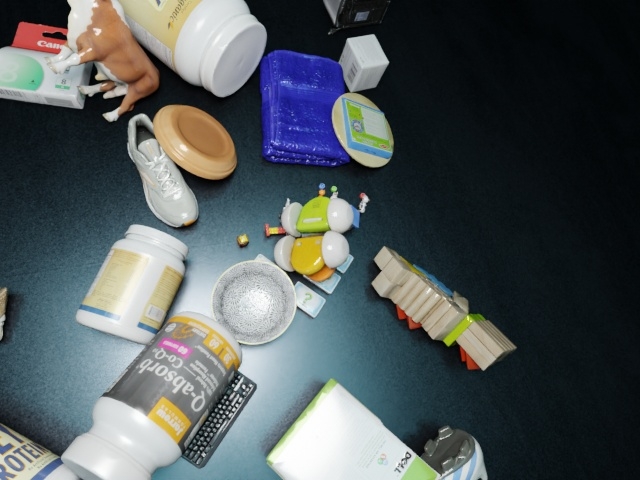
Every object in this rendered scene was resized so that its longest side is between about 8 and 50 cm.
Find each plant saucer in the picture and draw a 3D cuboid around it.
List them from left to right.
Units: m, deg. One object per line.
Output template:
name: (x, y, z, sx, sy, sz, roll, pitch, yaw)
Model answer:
plant saucer: (-0.267, -0.226, 0.904, 0.200, 0.037, 0.199, 31, 39, -29)

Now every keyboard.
keyboard: (-0.216, 0.331, 0.791, 0.108, 0.023, 0.180, 35, 66, 1)

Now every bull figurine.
bull figurine: (-0.448, -0.387, 0.841, 0.188, 0.310, 0.101, -41, 73, -6)

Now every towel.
towel: (-0.038, -0.341, 1.037, 0.228, 0.076, 0.307, 1, 71, -12)

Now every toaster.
toaster: (0.104, -0.697, 1.147, 0.186, 0.168, 0.110, -19, 74, -20)

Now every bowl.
bowl: (-0.140, 0.133, 0.846, 0.170, 0.080, 0.169, 4, 70, -12)

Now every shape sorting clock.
shape sorting clock: (0.111, -0.283, 1.046, 0.207, 0.040, 0.205, 17, 61, -33)

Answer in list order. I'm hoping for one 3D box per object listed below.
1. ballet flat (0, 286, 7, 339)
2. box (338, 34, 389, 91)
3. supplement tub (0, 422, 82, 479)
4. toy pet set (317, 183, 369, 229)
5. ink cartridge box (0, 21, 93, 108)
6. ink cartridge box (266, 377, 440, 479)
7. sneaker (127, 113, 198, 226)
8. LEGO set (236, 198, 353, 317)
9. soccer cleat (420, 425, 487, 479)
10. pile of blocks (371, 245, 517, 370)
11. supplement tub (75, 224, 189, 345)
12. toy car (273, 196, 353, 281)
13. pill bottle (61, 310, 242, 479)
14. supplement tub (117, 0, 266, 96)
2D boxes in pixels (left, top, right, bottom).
ballet flat: (-0.624, 0.181, 0.732, 0.067, 0.073, 0.206, 43, 68, -26)
box: (0.114, -0.480, 1.106, 0.087, 0.101, 0.101, -18, 77, -19)
supplement tub: (-0.558, 0.370, 0.581, 0.325, 0.235, 0.235, 31, 67, -2)
toy pet set: (0.056, -0.088, 0.977, 0.122, 0.065, 0.114, 10, 69, -9)
ink cartridge box: (-0.631, -0.420, 0.937, 0.181, 0.056, 0.224, 4, 72, -12)
ink cartridge box: (0.055, 0.420, 0.757, 0.255, 0.097, 0.189, 38, 67, 14)
sneaker: (-0.349, -0.150, 0.872, 0.099, 0.121, 0.262, -29, 80, -20)
LEGO set: (-0.060, 0.029, 0.916, 0.244, 0.060, 0.182, 36, 64, 1)
soccer cleat: (0.189, 0.508, 0.780, 0.332, 0.116, 0.143, -31, 107, -12)
pile of blocks: (0.259, 0.165, 0.932, 0.362, 0.149, 0.112, 41, 110, 12)
supplement tub: (-0.349, 0.085, 0.778, 0.145, 0.144, 0.199, 21, 68, -6)
toy car: (0.000, 0.000, 0.867, 0.159, 0.136, 0.181, -5, 63, 30)
pill bottle: (-0.266, 0.268, 0.683, 0.162, 0.162, 0.278, 33, 45, -1)
supplement tub: (-0.307, -0.512, 0.950, 0.316, 0.228, 0.228, 39, 67, 2)
